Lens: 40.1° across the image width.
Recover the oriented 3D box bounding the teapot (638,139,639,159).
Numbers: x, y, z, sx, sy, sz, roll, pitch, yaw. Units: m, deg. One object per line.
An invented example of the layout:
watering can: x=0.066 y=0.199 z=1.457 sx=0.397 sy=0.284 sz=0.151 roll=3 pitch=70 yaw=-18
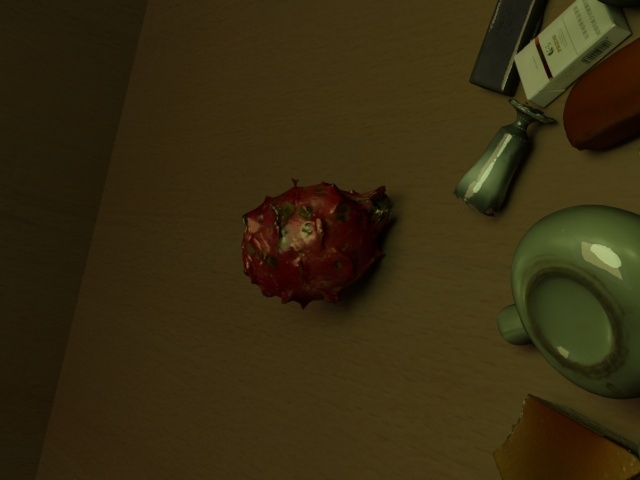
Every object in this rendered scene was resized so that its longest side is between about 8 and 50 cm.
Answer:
teapot: x=0.402 y=-0.102 z=0.857 sx=0.167 sy=0.203 sz=0.311 roll=-108 pitch=7 yaw=-66

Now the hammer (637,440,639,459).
hammer: x=0.436 y=0.158 z=0.778 sx=0.287 sy=0.111 sz=0.033 roll=-31 pitch=55 yaw=38

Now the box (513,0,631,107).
box: x=0.329 y=-0.257 z=1.161 sx=0.154 sy=0.040 sz=0.084 roll=-43 pitch=46 yaw=41

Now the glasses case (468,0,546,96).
glasses case: x=0.278 y=-0.305 z=1.259 sx=0.072 sy=0.042 sz=0.191 roll=27 pitch=100 yaw=51

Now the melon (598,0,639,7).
melon: x=0.352 y=-0.348 z=1.044 sx=0.114 sy=0.167 sz=0.114 roll=-19 pitch=57 yaw=33

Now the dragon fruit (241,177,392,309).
dragon fruit: x=0.000 y=0.000 z=1.430 sx=0.268 sy=0.205 sz=0.210 roll=-27 pitch=78 yaw=7

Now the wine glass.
wine glass: x=0.248 y=-0.114 z=1.197 sx=0.155 sy=0.072 sz=0.072 roll=-61 pitch=34 yaw=19

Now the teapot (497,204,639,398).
teapot: x=0.277 y=0.056 z=0.954 sx=0.318 sy=0.149 sz=0.220 roll=11 pitch=120 yaw=56

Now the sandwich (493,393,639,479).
sandwich: x=0.285 y=0.242 z=1.000 sx=0.193 sy=0.058 sz=0.162 roll=-53 pitch=37 yaw=35

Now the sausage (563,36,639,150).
sausage: x=0.399 y=-0.195 z=0.974 sx=0.348 sy=0.094 sz=0.097 roll=-25 pitch=51 yaw=52
